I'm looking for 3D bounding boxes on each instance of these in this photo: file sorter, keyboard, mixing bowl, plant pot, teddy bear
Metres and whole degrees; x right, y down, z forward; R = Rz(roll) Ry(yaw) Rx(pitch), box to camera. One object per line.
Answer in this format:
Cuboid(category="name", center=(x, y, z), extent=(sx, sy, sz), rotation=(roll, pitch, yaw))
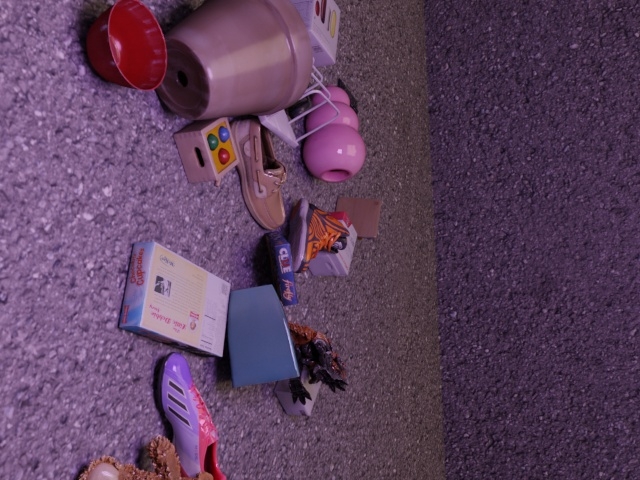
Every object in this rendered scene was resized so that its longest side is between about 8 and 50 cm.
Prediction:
Cuboid(category="file sorter", center=(-0.093, -0.437, 1.879), extent=(0.193, 0.173, 0.277), rotation=(30, 34, -63))
Cuboid(category="keyboard", center=(0.106, -0.537, 2.644), extent=(0.180, 0.023, 0.108), rotation=(37, 54, -59))
Cuboid(category="mixing bowl", center=(-0.403, -0.386, 1.384), extent=(0.181, 0.098, 0.181), rotation=(-3, 90, -65))
Cuboid(category="plant pot", center=(-0.226, -0.411, 1.587), extent=(0.280, 0.323, 0.323), rotation=(-39, 124, -42))
Cuboid(category="plant pot", center=(-0.152, 0.233, 1.736), extent=(0.165, 0.166, 0.234), rotation=(127, -46, -85))
Cuboid(category="teddy bear", center=(-0.362, 0.525, 1.374), extent=(0.338, 0.113, 0.245), rotation=(2, 77, -58))

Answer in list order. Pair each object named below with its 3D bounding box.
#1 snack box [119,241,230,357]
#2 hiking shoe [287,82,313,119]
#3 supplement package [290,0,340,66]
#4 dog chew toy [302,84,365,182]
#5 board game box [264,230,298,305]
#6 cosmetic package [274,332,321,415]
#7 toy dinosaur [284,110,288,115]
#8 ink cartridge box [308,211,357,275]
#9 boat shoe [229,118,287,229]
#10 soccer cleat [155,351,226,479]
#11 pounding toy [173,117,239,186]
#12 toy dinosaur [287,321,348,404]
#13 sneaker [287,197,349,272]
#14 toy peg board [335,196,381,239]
Cuboid(category="snack box", center=(-0.317, 0.143, 1.552), extent=(0.322, 0.060, 0.187), rotation=(41, 49, -58))
Cuboid(category="hiking shoe", center=(-0.085, -0.459, 2.130), extent=(0.114, 0.086, 0.226), rotation=(48, 24, -31))
Cuboid(category="supplement package", center=(-0.045, -0.684, 2.166), extent=(0.194, 0.149, 0.203), rotation=(36, 56, -60))
Cuboid(category="dog chew toy", center=(0.040, -0.364, 2.273), extent=(0.207, 0.207, 0.331), rotation=(37, 45, -60))
Cuboid(category="board game box", center=(-0.110, 0.072, 1.896), extent=(0.243, 0.042, 0.165), rotation=(-139, -140, -76))
Cuboid(category="cosmetic package", center=(-0.052, 0.405, 2.086), extent=(0.231, 0.086, 0.117), rotation=(-64, 142, -45))
Cuboid(category="toy dinosaur", center=(-0.135, -0.382, 2.038), extent=(0.118, 0.064, 0.268), rotation=(42, 46, -49))
Cuboid(category="ink cartridge box", center=(0.030, 0.014, 2.266), extent=(0.128, 0.128, 0.176), rotation=(61, 34, -46))
Cuboid(category="boat shoe", center=(-0.154, -0.175, 1.899), extent=(0.121, 0.110, 0.341), rotation=(-64, 142, -48))
Cuboid(category="soccer cleat", center=(-0.282, 0.400, 1.525), extent=(0.109, 0.117, 0.318), rotation=(-23, 108, -65))
Cuboid(category="pounding toy", center=(-0.250, -0.218, 1.710), extent=(0.206, 0.094, 0.181), rotation=(-53, 134, -55))
Cuboid(category="toy dinosaur", center=(-0.026, 0.338, 1.966), extent=(0.322, 0.164, 0.218), rotation=(30, 36, -26))
Cuboid(category="sneaker", center=(0.000, 0.000, 2.051), extent=(0.180, 0.124, 0.321), rotation=(25, 36, -14))
Cuboid(category="toy peg board", center=(0.134, -0.067, 2.493), extent=(0.079, 0.161, 0.161), rotation=(77, 21, -59))
